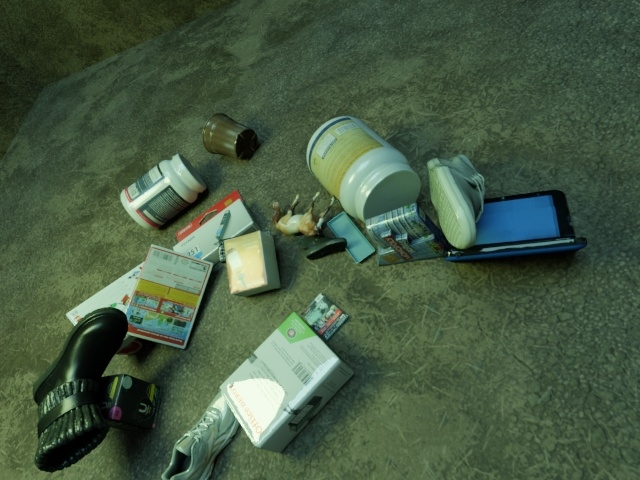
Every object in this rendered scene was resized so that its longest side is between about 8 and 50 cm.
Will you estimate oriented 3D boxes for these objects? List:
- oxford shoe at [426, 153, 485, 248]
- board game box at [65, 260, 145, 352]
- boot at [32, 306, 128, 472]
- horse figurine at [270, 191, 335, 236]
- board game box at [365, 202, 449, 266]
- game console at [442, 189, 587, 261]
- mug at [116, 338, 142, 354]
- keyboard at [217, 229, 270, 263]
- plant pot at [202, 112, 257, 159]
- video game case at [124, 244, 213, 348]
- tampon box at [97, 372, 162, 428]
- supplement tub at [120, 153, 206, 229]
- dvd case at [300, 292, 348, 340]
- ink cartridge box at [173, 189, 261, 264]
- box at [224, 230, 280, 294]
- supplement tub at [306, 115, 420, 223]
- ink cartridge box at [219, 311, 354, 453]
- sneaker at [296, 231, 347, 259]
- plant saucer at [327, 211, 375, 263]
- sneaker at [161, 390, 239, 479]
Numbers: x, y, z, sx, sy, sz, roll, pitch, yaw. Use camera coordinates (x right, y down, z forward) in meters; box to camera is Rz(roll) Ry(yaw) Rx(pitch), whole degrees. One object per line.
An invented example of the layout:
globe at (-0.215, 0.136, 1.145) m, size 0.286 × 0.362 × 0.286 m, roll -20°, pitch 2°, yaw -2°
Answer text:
oxford shoe at (0.343, -0.118, 1.051) m, size 0.130 × 0.169 × 0.449 m, roll -6°, pitch 22°, yaw 12°
board game box at (-0.612, 0.210, 1.369) m, size 0.193 × 0.053 × 0.305 m, roll 40°, pitch 59°, yaw 18°
boot at (-0.596, 0.370, 1.093) m, size 0.348 × 0.131 × 0.260 m, roll -54°, pitch 43°, yaw 3°
horse figurine at (-0.067, -0.075, 1.362) m, size 0.263 × 0.066 × 0.174 m, roll 0°, pitch 54°, yaw 38°
board game box at (0.211, 0.000, 1.138) m, size 0.194 × 0.194 × 0.060 m, roll -21°, pitch 50°, yaw 32°
game console at (0.451, -0.043, 1.037) m, size 0.293 × 0.250 × 0.173 m, roll -8°, pitch 83°, yaw 23°
mug at (-0.630, 0.272, 1.409) m, size 0.150 × 0.113 × 0.169 m, roll -30°, pitch 54°, yaw 9°
keyboard at (-0.243, 0.033, 1.392) m, size 0.180 × 0.023 × 0.108 m, roll -12°, pitch 84°, yaw 7°
plant pot at (-0.347, -0.400, 1.682) m, size 0.165 × 0.167 × 0.167 m, roll 24°, pitch 72°, yaw 29°
video game case at (-0.480, 0.175, 1.345) m, size 0.025 × 0.204 × 0.285 m, roll 141°, pitch 145°, yaw -65°
tampon box at (-0.549, 0.460, 1.208) m, size 0.101 × 0.161 × 0.120 m, roll -13°, pitch 55°, yaw 19°
supplement tub at (-0.597, -0.185, 1.638) m, size 0.272 × 0.191 × 0.191 m, roll -36°, pitch 50°, yaw 1°
dvd case at (0.010, 0.210, 1.187) m, size 0.087 × 0.013 × 0.119 m, roll -47°, pitch 52°, yaw -8°
ink cartridge box at (-0.387, -0.043, 1.520) m, size 0.296 × 0.066 × 0.261 m, roll -36°, pitch 51°, yaw 1°
box at (-0.208, 0.073, 1.305) m, size 0.130 × 0.091 × 0.170 m, roll -16°, pitch 73°, yaw 17°
supplement tub at (0.122, -0.203, 1.262) m, size 0.228 × 0.228 × 0.316 m, roll -38°, pitch 50°, yaw 0°
ink cartridge box at (-0.086, 0.352, 1.075) m, size 0.273 × 0.115 × 0.198 m, roll -45°, pitch 50°, yaw -7°
sneaker at (0.002, 0.001, 1.299) m, size 0.170 × 0.051 × 0.089 m, roll -23°, pitch 51°, yaw 27°
plant saucer at (0.091, -0.010, 1.288) m, size 0.067 × 0.018 × 0.192 m, roll -36°, pitch 50°, yaw 1°
sneaker at (-0.298, 0.500, 1.081) m, size 0.099 × 0.121 × 0.262 m, roll 9°, pitch 64°, yaw 31°
